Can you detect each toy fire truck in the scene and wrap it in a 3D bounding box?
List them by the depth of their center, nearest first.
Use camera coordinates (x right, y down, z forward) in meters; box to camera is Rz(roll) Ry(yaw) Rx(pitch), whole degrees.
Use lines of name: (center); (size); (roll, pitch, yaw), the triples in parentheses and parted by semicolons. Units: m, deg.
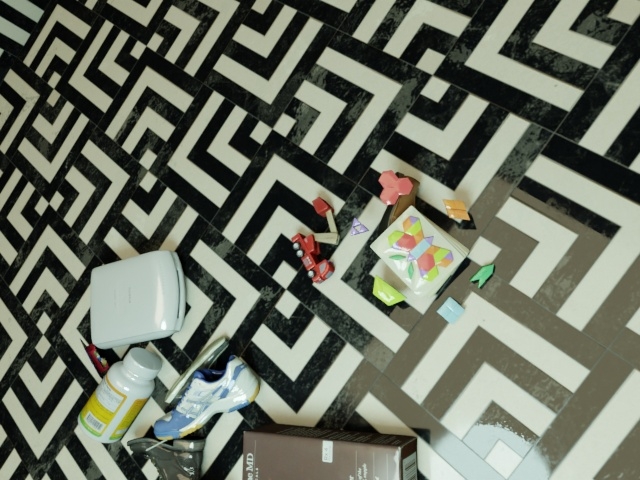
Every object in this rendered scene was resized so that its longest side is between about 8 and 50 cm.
toy fire truck: (0.000, 0.000, 1.282); (0.135, 0.047, 0.192); (-35, 67, 14)

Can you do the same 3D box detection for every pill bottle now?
pill bottle: (-0.556, 0.429, 1.406); (0.136, 0.136, 0.246); (38, 96, 27)

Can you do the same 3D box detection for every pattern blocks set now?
pattern blocks set: (0.221, 0.022, 1.127); (0.324, 0.026, 0.285); (31, 95, 9)

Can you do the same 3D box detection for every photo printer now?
photo printer: (-0.530, 0.170, 1.467); (0.307, 0.107, 0.256); (-14, 73, 23)

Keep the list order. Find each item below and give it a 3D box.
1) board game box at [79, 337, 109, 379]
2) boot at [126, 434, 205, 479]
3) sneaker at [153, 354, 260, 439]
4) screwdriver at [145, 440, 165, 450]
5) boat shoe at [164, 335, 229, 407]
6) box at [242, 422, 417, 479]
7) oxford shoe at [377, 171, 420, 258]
board game box: (-0.661, 0.349, 1.486); (0.033, 0.169, 0.133); (-28, 74, -24)
boot: (-0.409, 0.636, 1.316); (0.262, 0.091, 0.229); (-5, 76, 23)
sneaker: (-0.306, 0.394, 1.277); (0.296, 0.112, 0.131); (-28, 98, 1)
screwdriver: (-0.369, 0.502, 1.299); (0.025, 0.169, 0.024); (-35, 78, 54)
boat shoe: (-0.319, 0.359, 1.354); (0.079, 0.084, 0.233); (39, 90, -10)
box: (0.017, 0.524, 1.109); (0.381, 0.143, 0.191); (-6, 76, 26)
oxford shoe: (0.187, -0.051, 1.195); (0.076, 0.076, 0.212); (15, 98, -12)
